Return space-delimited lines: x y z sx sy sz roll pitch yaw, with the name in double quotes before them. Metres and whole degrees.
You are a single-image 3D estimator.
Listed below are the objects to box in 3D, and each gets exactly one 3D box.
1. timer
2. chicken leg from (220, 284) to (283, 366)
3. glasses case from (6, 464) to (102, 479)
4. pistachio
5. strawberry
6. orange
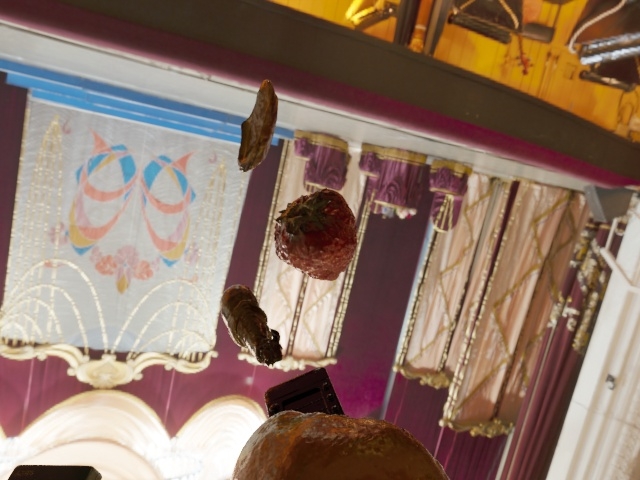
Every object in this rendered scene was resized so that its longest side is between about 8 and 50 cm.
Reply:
"timer" -0.030 0.343 0.987 0.143 0.055 0.187 -21 -155 -6
"chicken leg" -0.129 0.171 0.946 0.088 0.103 0.227 -16 -141 -28
"glasses case" -0.502 0.460 0.914 0.183 0.040 0.078 -7 -142 16
"pistachio" -0.110 -0.205 0.913 0.049 0.173 0.089 15 -174 -39
"strawberry" 0.000 0.000 1.441 0.257 0.257 0.277 25 157 54
"orange" -0.001 0.353 0.620 0.334 0.263 0.196 -8 165 44
